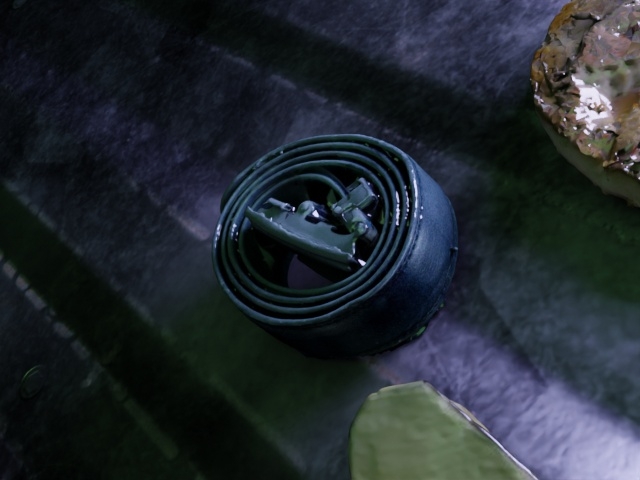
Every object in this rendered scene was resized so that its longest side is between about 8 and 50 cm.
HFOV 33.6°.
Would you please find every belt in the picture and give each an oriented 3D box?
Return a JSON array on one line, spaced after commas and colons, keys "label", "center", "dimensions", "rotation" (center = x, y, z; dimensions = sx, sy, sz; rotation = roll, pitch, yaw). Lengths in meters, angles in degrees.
[{"label": "belt", "center": [0.000, 0.000, 1.012], "dimensions": [0.267, 0.116, 0.207], "rotation": [8, 68, 40]}]

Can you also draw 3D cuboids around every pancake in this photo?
[{"label": "pancake", "center": [0.364, -0.173, 0.880], "dimensions": [0.382, 0.071, 0.382], "rotation": [-22, 46, 24]}]

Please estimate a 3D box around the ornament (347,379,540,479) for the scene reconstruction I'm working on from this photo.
[{"label": "ornament", "center": [0.096, 0.208, 0.816], "dimensions": [0.180, 0.059, 0.201], "rotation": [-13, 54, 31]}]
